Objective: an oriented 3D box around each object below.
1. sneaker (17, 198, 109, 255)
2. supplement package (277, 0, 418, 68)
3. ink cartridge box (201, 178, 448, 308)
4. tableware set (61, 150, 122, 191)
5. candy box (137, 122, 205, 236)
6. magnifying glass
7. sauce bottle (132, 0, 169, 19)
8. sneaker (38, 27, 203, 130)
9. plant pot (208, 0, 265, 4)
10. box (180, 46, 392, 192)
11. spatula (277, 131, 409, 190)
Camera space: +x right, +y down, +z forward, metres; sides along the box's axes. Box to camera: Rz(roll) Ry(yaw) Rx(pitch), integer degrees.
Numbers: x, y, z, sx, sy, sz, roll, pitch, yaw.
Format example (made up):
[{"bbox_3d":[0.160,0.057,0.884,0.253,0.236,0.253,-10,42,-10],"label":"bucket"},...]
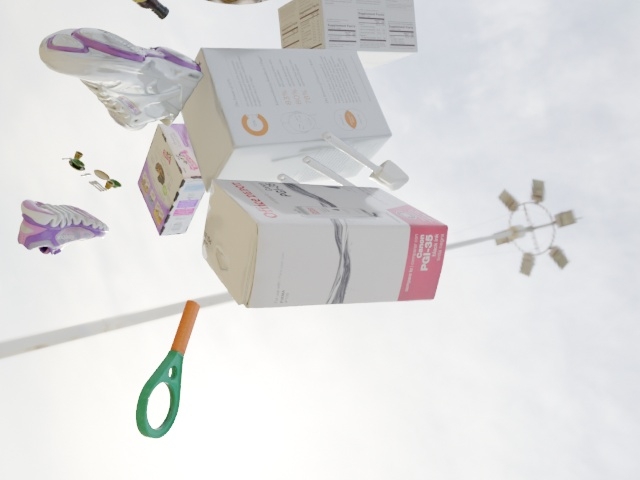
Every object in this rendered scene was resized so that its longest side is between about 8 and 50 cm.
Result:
[{"bbox_3d":[-0.555,-0.019,1.448,0.095,0.236,0.105,26,-84,21],"label":"sneaker"},{"bbox_3d":[0.062,-0.498,1.606,0.204,0.261,0.145,3,-81,59],"label":"supplement package"},{"bbox_3d":[0.000,0.000,0.947,0.207,0.282,0.117,39,-56,57],"label":"ink cartridge box"},{"bbox_3d":[-0.612,-0.188,1.830,0.154,0.104,0.024,39,-72,7],"label":"tableware set"},{"bbox_3d":[-0.328,-0.134,1.503,0.165,0.070,0.196,61,-41,26],"label":"candy box"},{"bbox_3d":[-0.242,0.206,1.102,0.026,0.092,0.231,3,-120,24],"label":"magnifying glass"},{"bbox_3d":[-0.338,-0.463,1.265,0.042,0.128,0.042,-20,-124,33],"label":"sauce bottle"},{"bbox_3d":[-0.311,-0.241,1.073,0.114,0.305,0.152,38,-70,24],"label":"sneaker"},{"bbox_3d":[-0.103,-0.451,0.779,0.254,0.237,0.237,113,-44,-66],"label":"plant pot"},{"bbox_3d":[-0.071,-0.238,1.322,0.168,0.345,0.215,-45,-121,53],"label":"box"},{"bbox_3d":[0.047,-0.117,1.312,0.168,0.242,0.019,-40,-136,24],"label":"spatula"}]
